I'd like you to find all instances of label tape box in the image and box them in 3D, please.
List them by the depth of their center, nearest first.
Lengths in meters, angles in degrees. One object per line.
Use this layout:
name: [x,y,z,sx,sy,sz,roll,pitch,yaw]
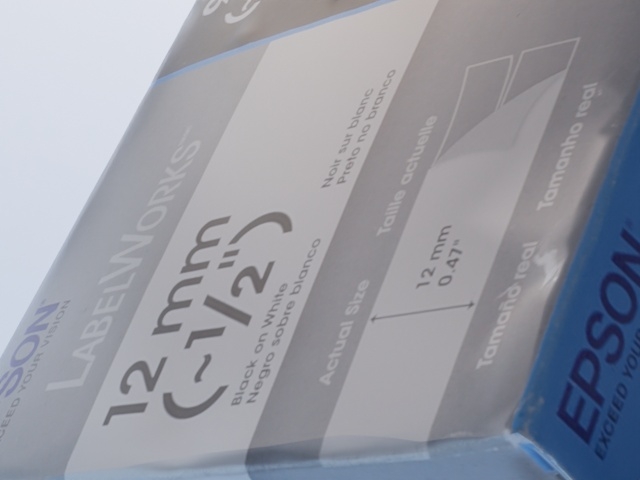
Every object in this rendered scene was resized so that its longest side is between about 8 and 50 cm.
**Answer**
label tape box: [0.000,0.000,0.613,0.115,0.348,0.249,45,-126,-31]
